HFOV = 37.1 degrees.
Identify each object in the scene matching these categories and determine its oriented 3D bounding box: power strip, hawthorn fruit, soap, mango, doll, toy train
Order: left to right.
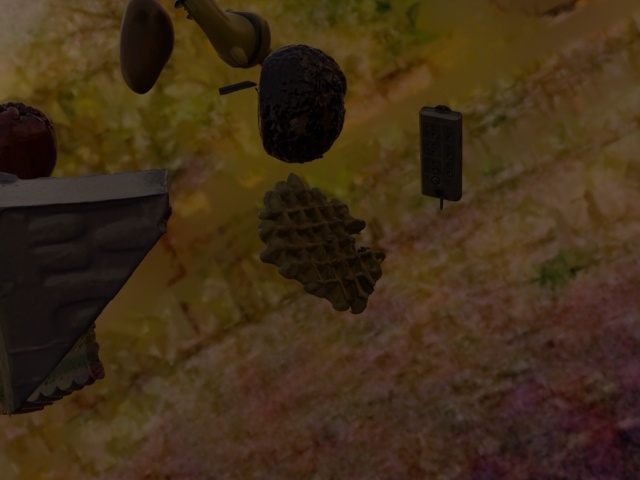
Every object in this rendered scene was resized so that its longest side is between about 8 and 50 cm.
[{"bbox_3d":[-0.671,-0.149,2.020,0.211,0.299,0.211,11,2,0],"label":"hawthorn fruit"},{"bbox_3d":[-0.312,0.060,1.294,0.258,0.302,0.159,-6,16,-16],"label":"soap"},{"bbox_3d":[-0.419,-0.469,2.298,0.113,0.253,0.138,-11,-21,37],"label":"mango"},{"bbox_3d":[-0.223,-0.521,2.345,0.145,0.363,0.199,-38,42,22],"label":"doll"},{"bbox_3d":[-0.177,-0.329,2.039,0.083,0.017,0.017,-16,8,-5],"label":"toy train"},{"bbox_3d":[0.258,-0.169,2.033,0.092,0.268,0.034,14,45,22],"label":"power strip"}]

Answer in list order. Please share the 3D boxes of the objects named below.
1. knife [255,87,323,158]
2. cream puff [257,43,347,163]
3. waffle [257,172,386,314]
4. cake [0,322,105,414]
[{"bbox_3d":[-0.073,-0.270,2.223,0.018,0.247,0.035,-34,34,20],"label":"knife"},{"bbox_3d":[-0.035,-0.269,1.883,0.165,0.239,0.239,4,16,8],"label":"cream puff"},{"bbox_3d":[-0.001,0.001,1.653,0.056,0.250,0.261,-48,14,39],"label":"waffle"},{"bbox_3d":[-0.432,0.195,1.477,0.225,0.109,0.090,-28,-18,34],"label":"cake"}]
